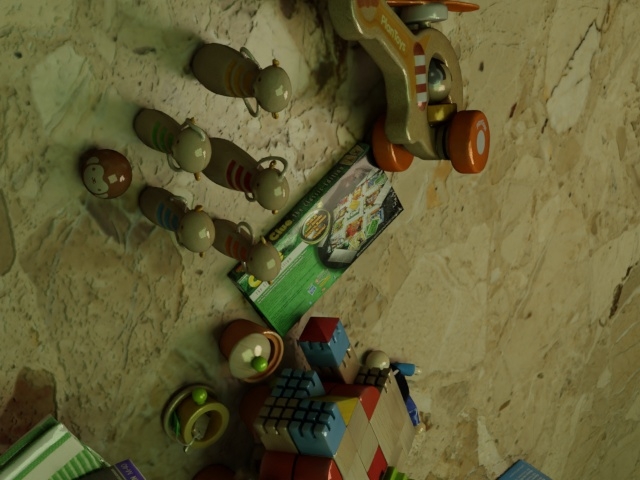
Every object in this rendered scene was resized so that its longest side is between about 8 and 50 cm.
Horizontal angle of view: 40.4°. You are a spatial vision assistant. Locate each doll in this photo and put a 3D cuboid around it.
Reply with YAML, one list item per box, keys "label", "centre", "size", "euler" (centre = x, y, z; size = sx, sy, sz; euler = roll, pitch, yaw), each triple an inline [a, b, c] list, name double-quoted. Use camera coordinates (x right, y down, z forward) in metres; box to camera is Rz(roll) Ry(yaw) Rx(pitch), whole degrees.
- label: "doll"
  centre: [0.115, 0.246, 1.404]
  size: [0.129, 0.046, 0.189]
  euler: [-33, 124, -13]

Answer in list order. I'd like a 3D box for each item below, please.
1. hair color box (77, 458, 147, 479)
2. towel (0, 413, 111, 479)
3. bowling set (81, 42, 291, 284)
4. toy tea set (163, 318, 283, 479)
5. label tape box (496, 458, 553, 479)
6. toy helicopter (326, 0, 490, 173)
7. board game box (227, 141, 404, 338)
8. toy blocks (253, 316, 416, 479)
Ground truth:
- label: "hair color box"
  centre: [-0.208, 0.440, 0.974]
  size: [0.110, 0.185, 0.339]
  euler: [-19, 126, -33]
- label: "towel"
  centre: [-0.312, 0.365, 1.000]
  size: [0.248, 0.038, 0.325]
  euler: [-42, 135, -16]
- label: "bowling set"
  centre: [-0.139, -0.057, 0.947]
  size: [0.200, 0.154, 0.287]
  euler: [-23, 125, -32]
- label: "toy tea set"
  centre: [-0.095, 0.274, 1.177]
  size: [0.200, 0.124, 0.336]
  euler: [-29, 128, -27]
- label: "label tape box"
  centre: [0.436, 0.608, 1.658]
  size: [0.249, 0.347, 0.115]
  euler: [-32, 129, -26]
- label: "toy helicopter"
  centre: [0.108, -0.239, 1.078]
  size: [0.355, 0.140, 0.235]
  euler: [33, 65, -57]
- label: "board game box"
  centre: [0.000, 0.000, 1.190]
  size: [0.260, 0.030, 0.136]
  euler: [-46, 136, -14]
- label: "toy blocks"
  centre: [0.009, 0.281, 1.149]
  size: [0.381, 0.190, 0.261]
  euler: [-61, 140, -42]
